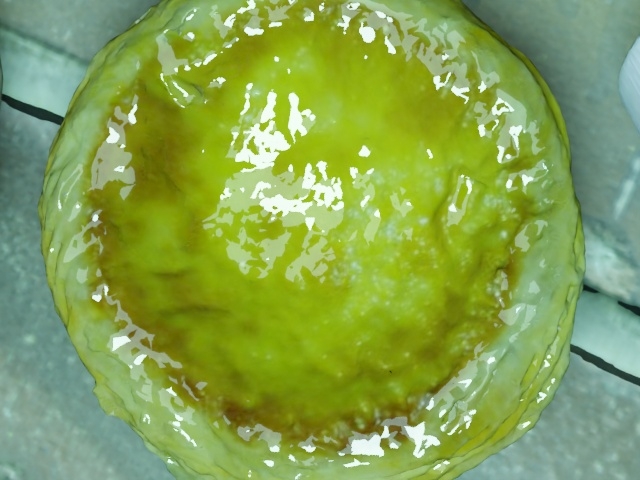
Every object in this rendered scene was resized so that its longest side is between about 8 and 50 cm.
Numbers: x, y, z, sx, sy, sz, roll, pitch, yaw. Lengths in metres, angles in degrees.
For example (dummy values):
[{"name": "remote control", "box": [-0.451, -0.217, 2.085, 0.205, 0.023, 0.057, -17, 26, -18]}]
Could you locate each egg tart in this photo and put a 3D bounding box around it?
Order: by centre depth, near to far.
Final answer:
[{"name": "egg tart", "box": [0.000, 0.000, 1.107, 0.319, 0.128, 0.319, -1, 79, 5]}]

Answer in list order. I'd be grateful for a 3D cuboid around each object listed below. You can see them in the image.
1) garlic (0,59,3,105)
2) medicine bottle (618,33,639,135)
[{"name": "garlic", "box": [-0.324, -0.075, 1.103, 0.322, 0.241, 0.322, 0, 88, -16]}, {"name": "medicine bottle", "box": [0.320, 0.001, 1.022, 0.256, 0.256, 0.325, -27, 71, -3]}]
